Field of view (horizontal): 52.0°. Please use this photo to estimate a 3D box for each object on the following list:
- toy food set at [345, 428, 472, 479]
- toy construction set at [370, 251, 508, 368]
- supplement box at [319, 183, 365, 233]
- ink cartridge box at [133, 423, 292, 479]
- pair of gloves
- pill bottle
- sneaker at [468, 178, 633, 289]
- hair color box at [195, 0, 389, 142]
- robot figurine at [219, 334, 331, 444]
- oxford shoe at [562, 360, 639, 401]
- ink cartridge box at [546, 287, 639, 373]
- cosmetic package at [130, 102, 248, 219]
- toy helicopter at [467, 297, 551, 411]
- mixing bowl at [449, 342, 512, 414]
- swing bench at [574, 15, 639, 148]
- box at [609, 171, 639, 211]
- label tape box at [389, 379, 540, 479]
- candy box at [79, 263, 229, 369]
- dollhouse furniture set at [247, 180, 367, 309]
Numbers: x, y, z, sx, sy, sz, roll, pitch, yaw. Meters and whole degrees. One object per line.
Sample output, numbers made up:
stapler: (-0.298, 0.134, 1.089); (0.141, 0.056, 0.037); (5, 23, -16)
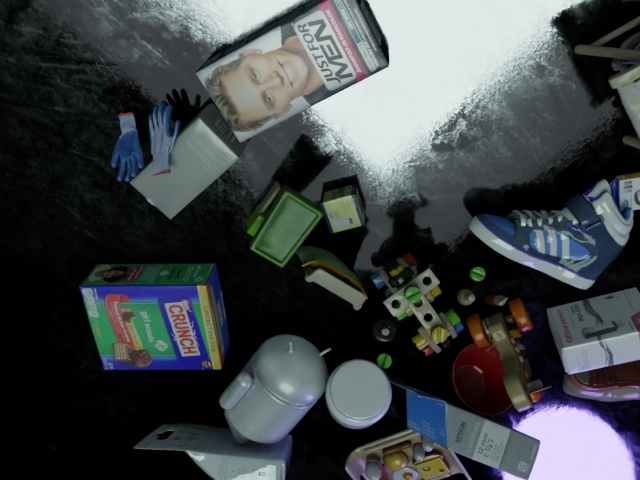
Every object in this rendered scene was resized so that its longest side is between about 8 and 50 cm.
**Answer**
toy food set: (0.254, 0.666, 1.895); (0.306, 0.092, 0.219); (-25, 115, 19)
toy construction set: (0.263, 0.143, 1.471); (0.309, 0.237, 0.257); (-10, 86, 0)
supplement box: (0.052, -0.072, 1.500); (0.083, 0.056, 0.083); (-14, 118, 13)
ink cartridge box: (-0.276, 0.579, 1.773); (0.385, 0.308, 0.091); (4, 86, 2)
pair of gloves: (-0.377, -0.210, 1.405); (0.198, 0.023, 0.159); (-5, 84, 31)
pill bottle: (0.093, 0.380, 1.623); (0.161, 0.160, 0.283); (5, 163, 2)
sneaker: (0.519, -0.053, 1.443); (0.323, 0.130, 0.236); (25, 110, -4)
hair color box: (-0.053, -0.355, 1.317); (0.347, 0.105, 0.173); (-24, 115, 18)
robot figurine: (-0.114, 0.383, 1.700); (0.300, 0.199, 0.353); (5, 131, -44)
oxford shoe: (0.790, 0.349, 1.670); (0.349, 0.122, 0.130); (4, 147, 2)
ink cartridge box: (0.666, 0.213, 1.554); (0.218, 0.158, 0.092); (-18, 119, 14)
cosmetic package: (-0.290, -0.171, 1.449); (0.238, 0.107, 0.127); (-34, 111, 25)
toy helicopter: (0.449, 0.300, 1.510); (0.140, 0.355, 0.234); (-24, 98, 17)
mixing bowl: (0.399, 0.359, 1.676); (0.182, 0.181, 0.098); (23, 155, -8)
swing bench: (0.630, -0.269, 1.219); (0.165, 0.254, 0.253); (-29, 114, 20)
box: (0.706, -0.110, 1.438); (0.136, 0.028, 0.081); (-10, 119, 9)
label tape box: (0.337, 0.475, 1.672); (0.348, 0.249, 0.115); (23, 81, -13)
candy box: (-0.408, 0.195, 1.661); (0.318, 0.122, 0.268); (-2, 120, 5)
dollhouse furniture set: (0.000, 0.000, 1.484); (0.302, 0.197, 0.151); (32, 102, -16)
